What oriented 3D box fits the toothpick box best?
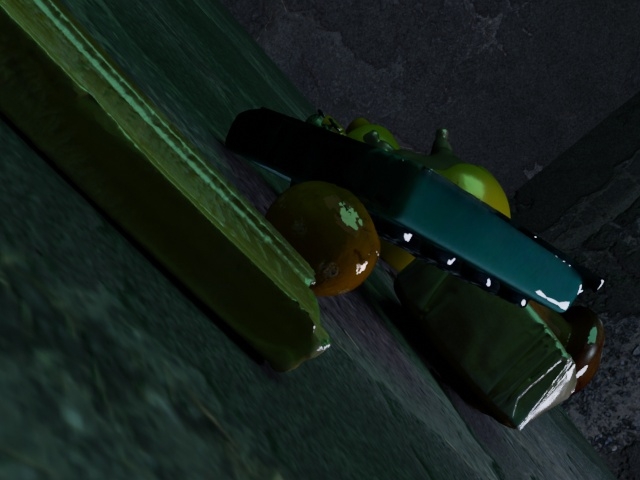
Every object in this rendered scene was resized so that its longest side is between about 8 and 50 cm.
[{"bbox_3d":[0.317,0.129,1.351,0.294,0.192,0.192,43,9,-7],"label":"toothpick box"}]

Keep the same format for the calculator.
[{"bbox_3d":[0.071,-0.023,0.703,0.248,0.058,0.274,26,2,-38],"label":"calculator"}]

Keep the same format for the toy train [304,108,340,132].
[{"bbox_3d":[0.009,-0.107,1.110,0.099,0.081,0.149,46,3,-26],"label":"toy train"}]

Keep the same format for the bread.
[{"bbox_3d":[0.169,0.101,0.891,0.210,0.110,0.192,53,2,15],"label":"bread"}]

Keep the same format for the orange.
[{"bbox_3d":[0.000,0.000,0.558,0.083,0.070,0.083,54,-7,10],"label":"orange"}]

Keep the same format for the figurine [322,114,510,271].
[{"bbox_3d":[0.118,-0.078,1.229,0.344,0.215,0.187,43,-43,35],"label":"figurine"}]

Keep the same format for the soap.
[{"bbox_3d":[-0.088,-0.043,0.386,0.252,0.037,0.092,48,9,-20],"label":"soap"}]
